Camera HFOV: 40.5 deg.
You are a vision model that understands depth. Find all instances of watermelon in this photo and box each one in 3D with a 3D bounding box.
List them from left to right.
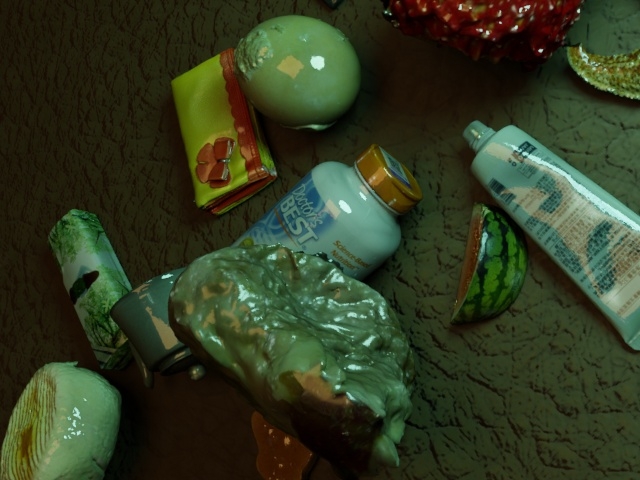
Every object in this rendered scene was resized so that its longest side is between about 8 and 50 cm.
[{"bbox_3d":[0.205,0.028,1.078,0.087,0.069,0.163,6,82,33],"label":"watermelon"}]

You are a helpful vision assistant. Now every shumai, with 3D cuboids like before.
[{"bbox_3d":[-0.023,0.173,1.010,0.217,0.346,0.283,-46,26,20],"label":"shumai"}]

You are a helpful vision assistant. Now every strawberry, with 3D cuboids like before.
[{"bbox_3d":[0.208,-0.332,1.029,0.261,0.261,0.257,33,119,33],"label":"strawberry"}]

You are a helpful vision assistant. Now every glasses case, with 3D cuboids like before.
[{"bbox_3d":[-0.373,0.079,1.445,0.095,0.062,0.272,-43,61,18],"label":"glasses case"}]

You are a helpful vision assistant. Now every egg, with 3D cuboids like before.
[{"bbox_3d":[-0.033,-0.238,1.231,0.202,0.164,0.164,27,96,33],"label":"egg"}]

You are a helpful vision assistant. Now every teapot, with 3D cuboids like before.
[{"bbox_3d":[-0.202,0.134,1.275,0.239,0.162,0.149,-36,72,31],"label":"teapot"}]

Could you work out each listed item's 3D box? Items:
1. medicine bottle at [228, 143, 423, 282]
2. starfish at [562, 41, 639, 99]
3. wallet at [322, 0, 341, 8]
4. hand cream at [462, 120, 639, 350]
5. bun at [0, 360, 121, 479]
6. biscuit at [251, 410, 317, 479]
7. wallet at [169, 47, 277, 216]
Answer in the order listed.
[{"bbox_3d":[0.000,0.000,1.162,0.289,0.157,0.157,-42,61,20],"label":"medicine bottle"},{"bbox_3d":[0.440,-0.254,0.960,0.312,0.113,0.303,-43,62,22],"label":"starfish"},{"bbox_3d":[-0.010,-0.470,1.339,0.124,0.025,0.244,-47,60,16],"label":"wallet"},{"bbox_3d":[0.298,-0.030,1.042,0.124,0.078,0.340,-49,67,15],"label":"hand cream"},{"bbox_3d":[-0.400,0.308,1.365,0.244,0.153,0.243,-28,48,36],"label":"bun"},{"bbox_3d":[-0.049,0.274,1.221,0.118,0.023,0.140,27,97,34],"label":"biscuit"},{"bbox_3d":[-0.156,-0.174,1.352,0.141,0.067,0.241,-26,67,24],"label":"wallet"}]
